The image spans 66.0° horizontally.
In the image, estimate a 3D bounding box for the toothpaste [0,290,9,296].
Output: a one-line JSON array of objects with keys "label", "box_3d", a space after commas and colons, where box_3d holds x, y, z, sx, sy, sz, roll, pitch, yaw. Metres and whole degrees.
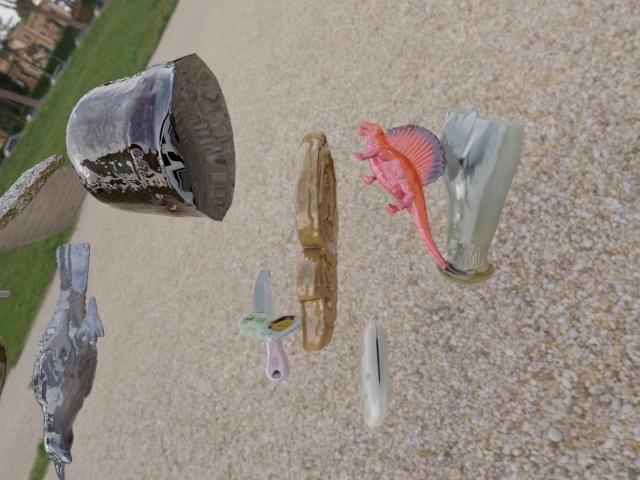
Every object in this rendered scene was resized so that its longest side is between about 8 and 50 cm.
[{"label": "toothpaste", "box_3d": [-0.757, 0.124, 1.144, 0.024, 0.083, 0.015, -21, 84, 5]}]

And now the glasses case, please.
[{"label": "glasses case", "box_3d": [0.099, 0.243, 0.919, 0.204, 0.051, 0.081, -87, 8, -48]}]

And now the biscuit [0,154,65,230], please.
[{"label": "biscuit", "box_3d": [-0.550, -0.057, 0.866, 0.131, 0.026, 0.237, -17, 40, 33]}]

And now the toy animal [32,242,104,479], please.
[{"label": "toy animal", "box_3d": [-0.354, 0.144, 0.691, 0.206, 0.081, 0.367, -36, 56, 54]}]

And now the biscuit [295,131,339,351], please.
[{"label": "biscuit", "box_3d": [0.001, 0.000, 0.655, 0.202, 0.044, 0.288, 58, -150, -74]}]

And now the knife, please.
[{"label": "knife", "box_3d": [-0.159, 0.254, 1.470, 0.043, 0.081, 0.335, 53, -156, -80]}]

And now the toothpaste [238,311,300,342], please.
[{"label": "toothpaste", "box_3d": [-0.098, 0.158, 0.899, 0.314, 0.056, 0.058, -21, 51, 66]}]

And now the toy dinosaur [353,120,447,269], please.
[{"label": "toy dinosaur", "box_3d": [0.169, -0.101, 0.838, 0.139, 0.286, 0.070, -38, -2, -9]}]

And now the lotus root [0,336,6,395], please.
[{"label": "lotus root", "box_3d": [-0.375, 0.141, 0.471, 0.120, 0.120, 0.209, -10, 61, 56]}]

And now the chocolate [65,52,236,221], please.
[{"label": "chocolate", "box_3d": [-0.401, -0.222, 1.135, 0.331, 0.383, 0.383, -4, 52, 7]}]

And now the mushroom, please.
[{"label": "mushroom", "box_3d": [0.284, -0.082, 0.927, 0.159, 0.122, 0.328, -136, 48, -68]}]
